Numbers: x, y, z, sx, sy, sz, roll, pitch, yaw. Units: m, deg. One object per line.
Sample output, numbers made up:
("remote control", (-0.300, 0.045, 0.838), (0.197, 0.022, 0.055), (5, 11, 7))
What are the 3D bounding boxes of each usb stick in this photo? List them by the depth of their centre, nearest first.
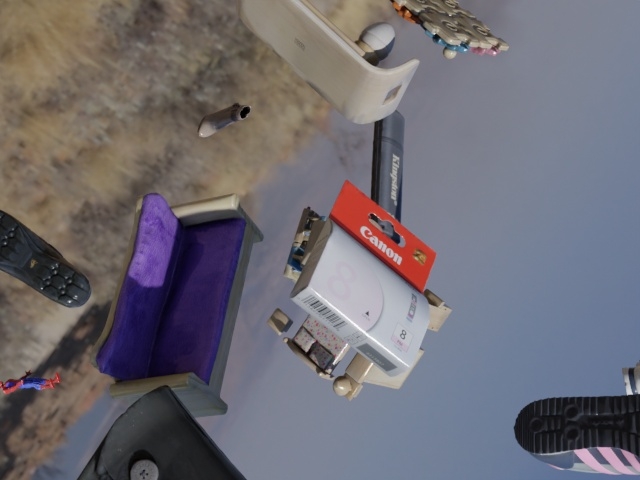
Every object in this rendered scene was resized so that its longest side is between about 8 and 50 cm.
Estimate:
("usb stick", (0.122, -0.117, 2.023), (0.077, 0.045, 0.278), (35, 52, -49))

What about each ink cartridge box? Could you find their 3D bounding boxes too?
("ink cartridge box", (0.077, 0.041, 1.515), (0.066, 0.189, 0.232), (-29, -153, 51))

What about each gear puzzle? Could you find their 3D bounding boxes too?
("gear puzzle", (0.141, -0.394, 1.783), (0.175, 0.339, 0.044), (-5, 134, -46))

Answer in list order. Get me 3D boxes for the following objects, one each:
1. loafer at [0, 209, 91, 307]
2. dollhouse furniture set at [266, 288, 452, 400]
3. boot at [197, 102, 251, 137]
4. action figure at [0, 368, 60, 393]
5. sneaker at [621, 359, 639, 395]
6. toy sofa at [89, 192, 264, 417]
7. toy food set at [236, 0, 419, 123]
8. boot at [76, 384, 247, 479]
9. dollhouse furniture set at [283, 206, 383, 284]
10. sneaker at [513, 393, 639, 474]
("loafer", (-0.439, 0.026, 1.645), (0.076, 0.223, 0.078), (-54, 180, -11))
("dollhouse furniture set", (0.046, 0.154, 2.392), (0.303, 0.355, 0.174), (-56, 148, 8))
("boot", (-0.208, -0.267, 2.431), (0.087, 0.042, 0.118), (-6, -148, 34))
("action figure", (-0.500, 0.240, 1.871), (0.038, 0.115, 0.030), (-65, 142, -63))
("sneaker", (0.659, 0.269, 2.140), (0.095, 0.090, 0.235), (-18, 173, 28))
("toy sofa", (-0.218, 0.091, 1.751), (0.177, 0.150, 0.362), (53, 37, -44))
("toy food set", (0.001, -0.310, 1.573), (0.092, 0.306, 0.220), (-46, 176, -12))
("boot", (-0.078, 0.349, 1.436), (0.367, 0.445, 0.146), (-47, 151, -5))
("dollhouse furniture set", (0.000, 0.000, 1.807), (0.183, 0.129, 0.129), (39, 64, -60))
("sneaker", (0.451, 0.287, 1.596), (0.131, 0.319, 0.112), (42, 56, -50))
